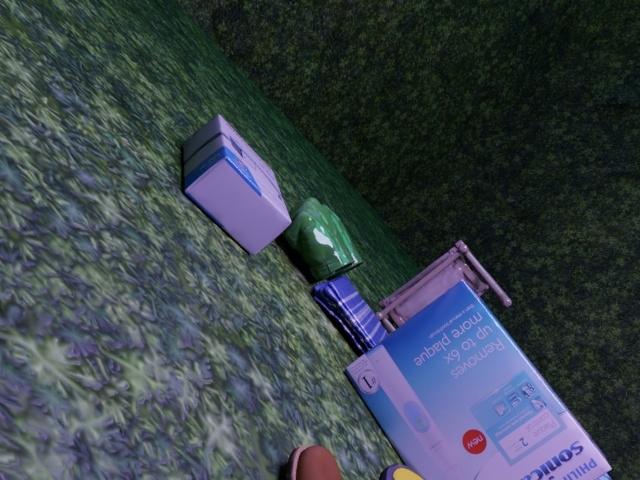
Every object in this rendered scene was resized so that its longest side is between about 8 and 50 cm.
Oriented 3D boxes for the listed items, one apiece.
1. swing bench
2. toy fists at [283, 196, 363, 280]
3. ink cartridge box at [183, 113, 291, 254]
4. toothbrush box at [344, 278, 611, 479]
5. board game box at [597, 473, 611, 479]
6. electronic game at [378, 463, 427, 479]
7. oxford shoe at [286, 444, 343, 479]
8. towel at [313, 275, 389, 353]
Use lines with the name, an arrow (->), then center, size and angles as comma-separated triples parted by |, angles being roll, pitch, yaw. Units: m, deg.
swing bench -> 0.274, 0.135, 1.461 | 0.165, 0.253, 0.254 | 51, 9, 1
toy fists -> 0.000, 0.000, 1.177 | 0.142, 0.096, 0.279 | 62, 9, 7
ink cartridge box -> -0.128, -0.087, 0.931 | 0.139, 0.082, 0.191 | 46, 12, -29
toothbrush box -> 0.210, 0.239, 0.871 | 0.296, 0.216, 0.126 | 56, 11, 21
board game box -> 0.422, 0.454, 1.125 | 0.275, 0.144, 0.142 | 3, 87, -78
electronic game -> 0.136, 0.337, 0.654 | 0.229, 0.048, 0.229 | 50, 9, -11
oxford shoe -> 0.032, 0.234, 0.475 | 0.076, 0.076, 0.212 | 42, 11, -37
towel -> 0.112, 0.206, 1.119 | 0.336, 0.040, 0.243 | 54, 8, 6
